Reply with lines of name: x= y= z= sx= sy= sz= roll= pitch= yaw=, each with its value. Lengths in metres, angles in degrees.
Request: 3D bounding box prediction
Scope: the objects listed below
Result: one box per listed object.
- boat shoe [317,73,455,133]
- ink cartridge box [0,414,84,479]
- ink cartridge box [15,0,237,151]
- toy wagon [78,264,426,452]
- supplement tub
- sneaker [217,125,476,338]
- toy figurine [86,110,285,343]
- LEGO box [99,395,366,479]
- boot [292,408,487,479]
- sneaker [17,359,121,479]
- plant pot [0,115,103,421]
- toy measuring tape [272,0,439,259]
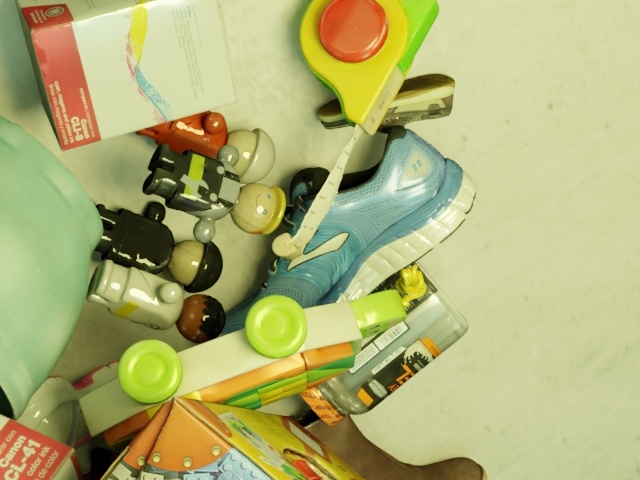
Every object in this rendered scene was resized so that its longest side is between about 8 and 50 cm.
boat shoe: x=0.072 y=-0.134 z=1.677 sx=0.152 sy=0.056 sz=0.049 roll=-14 pitch=115 yaw=-13
ink cartridge box: x=-0.376 y=0.231 z=1.518 sx=0.131 sy=0.306 sz=0.226 roll=-57 pitch=163 yaw=-28
ink cartridge box: x=-0.183 y=-0.184 z=1.515 sx=0.176 sy=0.128 sz=0.127 roll=-17 pitch=119 yaw=-11
toy wagon: x=-0.055 y=0.113 z=1.524 sx=0.344 sy=0.267 sz=0.068 roll=-19 pitch=79 yaw=-4
supplement tub: x=0.057 y=0.111 z=1.762 sx=0.190 sy=0.117 sz=0.117 roll=-39 pitch=122 yaw=3
sneaker: x=0.000 y=0.000 z=1.694 sx=0.330 sy=0.130 sz=0.147 roll=-40 pitch=100 yaw=12
toy figurine: x=-0.130 y=-0.017 z=1.572 sx=0.148 sy=0.209 sz=0.213 roll=22 pitch=108 yaw=-19
LEGO box: x=-0.122 y=0.355 z=1.510 sx=0.193 sy=0.500 sz=0.372 roll=39 pitch=90 yaw=13
boot: x=0.060 y=0.265 z=1.856 sx=0.248 sy=0.090 sz=0.207 roll=-24 pitch=124 yaw=-3
sneaker: x=-0.237 y=0.199 z=1.644 sx=0.103 sy=0.252 sz=0.111 roll=-36 pitch=79 yaw=22
plant pot: x=-0.329 y=0.003 z=1.496 sx=0.196 sy=0.293 sz=0.293 roll=-49 pitch=126 yaw=-24
toy measuring tape: x=0.006 y=-0.146 z=1.593 sx=0.121 sy=0.121 sz=0.330 roll=30 pitch=88 yaw=-30
